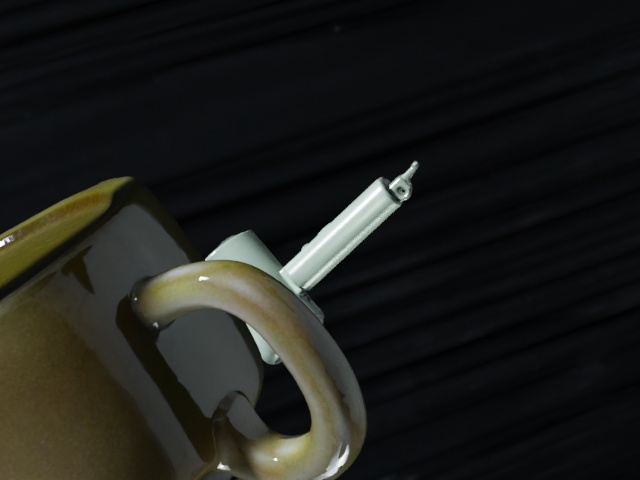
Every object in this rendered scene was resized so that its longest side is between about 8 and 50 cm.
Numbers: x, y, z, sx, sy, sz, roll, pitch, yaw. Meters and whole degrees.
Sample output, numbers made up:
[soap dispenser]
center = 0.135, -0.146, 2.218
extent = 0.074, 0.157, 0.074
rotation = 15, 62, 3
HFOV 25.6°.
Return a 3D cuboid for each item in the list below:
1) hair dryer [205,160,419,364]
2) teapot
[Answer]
[hair dryer]
center = 0.000, 0.000, 0.699
extent = 0.063, 0.124, 0.038
rotation = 49, -165, 9
[teapot]
center = -0.092, 0.087, 0.564
extent = 0.267, 0.185, 0.175
rotation = -22, 109, 36
